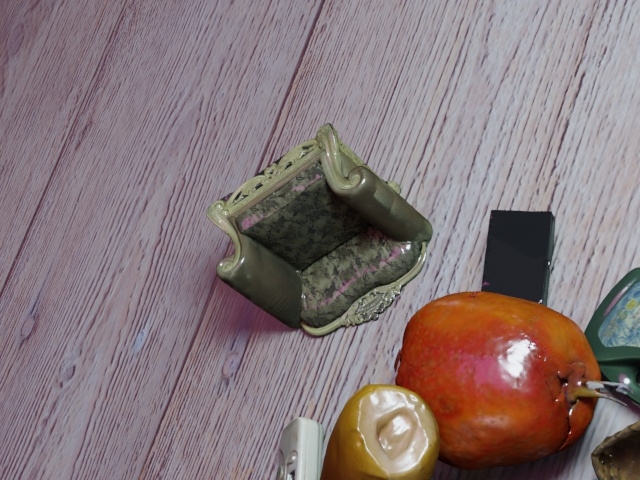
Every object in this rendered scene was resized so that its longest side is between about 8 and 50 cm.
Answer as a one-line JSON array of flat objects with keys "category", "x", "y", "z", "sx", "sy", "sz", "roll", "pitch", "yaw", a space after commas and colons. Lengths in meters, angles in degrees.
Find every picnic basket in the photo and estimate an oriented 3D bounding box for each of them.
[{"category": "picnic basket", "x": 0.388, "y": 0.223, "z": 1.283, "sx": 0.193, "sy": 0.055, "sz": 0.110, "roll": -33, "pitch": 84, "yaw": 32}]

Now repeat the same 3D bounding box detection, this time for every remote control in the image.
[{"category": "remote control", "x": -0.028, "y": 0.347, "z": 1.567, "sx": 0.090, "sy": 0.049, "sz": 0.230, "roll": 134, "pitch": 146, "yaw": -55}]

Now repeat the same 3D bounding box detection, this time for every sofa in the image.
[{"category": "sofa", "x": 0.000, "y": 0.000, "z": 1.649, "sx": 0.258, "sy": 0.200, "sz": 0.182, "roll": -33, "pitch": 47, "yaw": 17}, {"category": "sofa", "x": 0.253, "y": 0.038, "z": 1.537, "sx": 0.085, "sy": 0.060, "sz": 0.147, "roll": 1, "pitch": 66, "yaw": 20}]

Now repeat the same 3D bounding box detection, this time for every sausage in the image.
[{"category": "sausage", "x": 0.056, "y": 0.281, "z": 1.410, "sx": 0.116, "sy": 0.354, "sz": 0.134, "roll": -22, "pitch": 66, "yaw": -19}]

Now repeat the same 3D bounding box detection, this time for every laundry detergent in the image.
[{"category": "laundry detergent", "x": 0.405, "y": 0.134, "z": 1.346, "sx": 0.144, "sy": 0.078, "sz": 0.221, "roll": -53, "pitch": 49, "yaw": 8}]

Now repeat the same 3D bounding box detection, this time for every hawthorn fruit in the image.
[{"category": "hawthorn fruit", "x": 0.225, "y": 0.159, "z": 1.374, "sx": 0.299, "sy": 0.211, "sz": 0.211, "roll": -6, "pitch": 62, "yaw": 43}]

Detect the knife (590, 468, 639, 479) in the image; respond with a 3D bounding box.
[{"category": "knife", "x": 0.354, "y": 0.261, "z": 1.352, "sx": 0.210, "sy": 0.015, "sz": 0.028, "roll": -29, "pitch": 44, "yaw": 21}]
